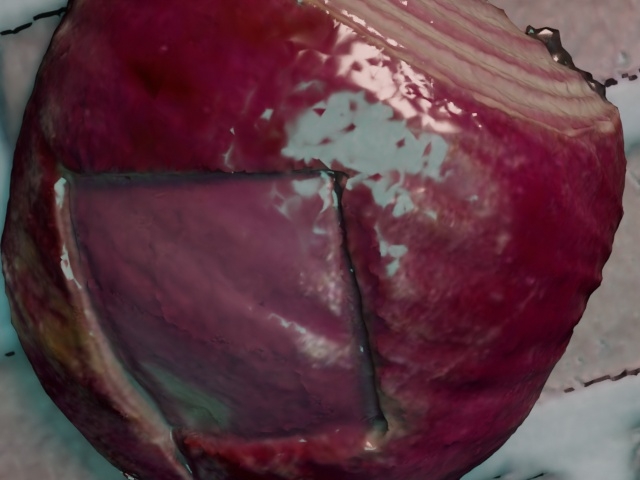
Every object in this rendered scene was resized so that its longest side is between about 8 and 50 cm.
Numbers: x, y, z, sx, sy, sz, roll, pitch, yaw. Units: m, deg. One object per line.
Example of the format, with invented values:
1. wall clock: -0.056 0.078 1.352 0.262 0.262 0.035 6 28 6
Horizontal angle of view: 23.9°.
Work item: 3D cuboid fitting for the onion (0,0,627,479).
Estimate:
1. onion: 0.000 0.000 0.586 0.250 0.111 0.247 26 91 -13
